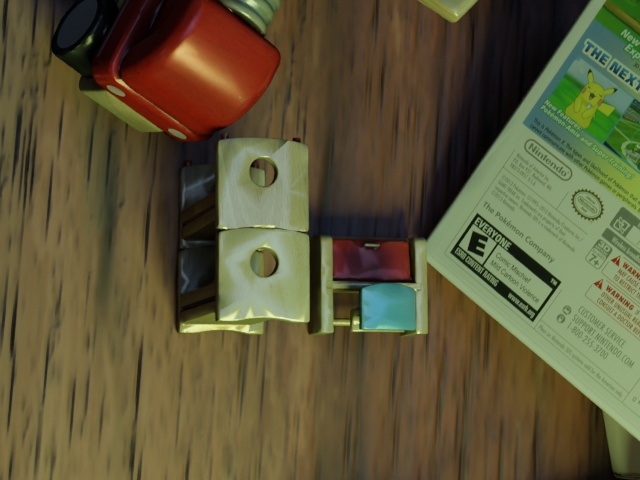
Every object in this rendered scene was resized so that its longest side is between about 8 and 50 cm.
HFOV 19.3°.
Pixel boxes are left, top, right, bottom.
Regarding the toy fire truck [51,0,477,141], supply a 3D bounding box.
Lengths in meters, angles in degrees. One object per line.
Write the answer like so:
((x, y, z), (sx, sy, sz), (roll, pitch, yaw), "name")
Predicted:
((-0.031, -0.170, 1.295), (0.158, 0.246, 0.217), (36, 72, -32), "toy fire truck")

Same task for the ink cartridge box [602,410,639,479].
((0.353, 0.067, 1.469), (0.272, 0.115, 0.198), (-8, 86, -18), "ink cartridge box")

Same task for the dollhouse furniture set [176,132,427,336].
((0.000, 0.000, 1.353), (0.183, 0.129, 0.129), (2, 83, -17), "dollhouse furniture set")

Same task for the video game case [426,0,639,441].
((0.272, -0.010, 1.335), (0.329, 0.036, 0.300), (41, 109, 22), "video game case")
